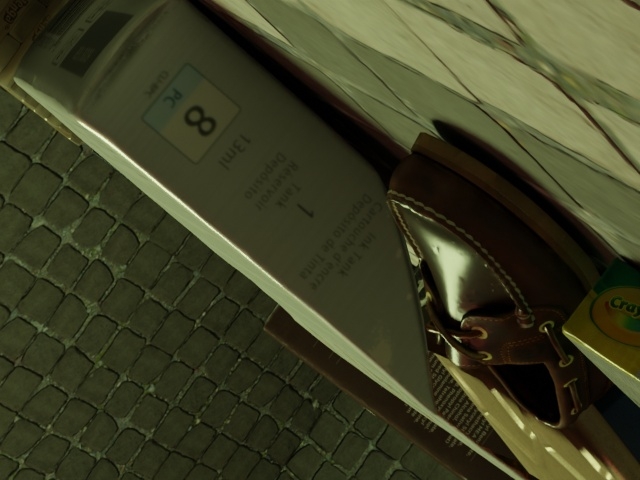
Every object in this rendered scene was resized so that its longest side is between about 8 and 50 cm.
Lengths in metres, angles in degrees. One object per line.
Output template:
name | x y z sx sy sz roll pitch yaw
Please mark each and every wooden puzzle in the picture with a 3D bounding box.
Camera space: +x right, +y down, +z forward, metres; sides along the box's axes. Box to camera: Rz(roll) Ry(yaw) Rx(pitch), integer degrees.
wooden puzzle | 0.205 0.161 1.127 0.348 0.080 0.322 47 175 -10

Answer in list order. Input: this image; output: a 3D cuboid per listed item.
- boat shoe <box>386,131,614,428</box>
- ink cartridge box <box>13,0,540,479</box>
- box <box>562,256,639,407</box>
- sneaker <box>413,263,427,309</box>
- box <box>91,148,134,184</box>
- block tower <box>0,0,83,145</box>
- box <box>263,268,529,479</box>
boat shoe | 0.082 0.027 0.714 0.073 0.073 0.207 36 177 41
ink cartridge box | 0.000 0.000 0.994 0.385 0.091 0.308 39 176 -18
box | 0.186 0.080 0.633 0.179 0.043 0.105 37 179 37
sneaker | 0.101 0.065 1.362 0.071 0.068 0.170 31 178 -12
box | -0.087 -0.054 1.363 0.156 0.093 0.158 36 179 9
block tower | -0.230 -0.171 1.066 0.091 0.097 0.335 36 179 29
box | 0.142 0.147 1.538 0.381 0.143 0.191 32 175 44
